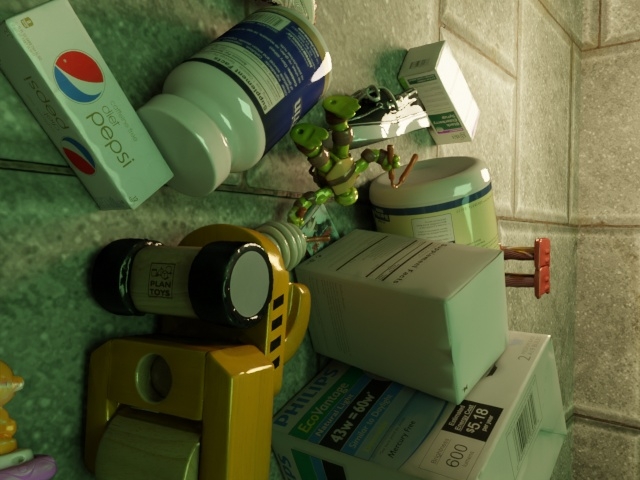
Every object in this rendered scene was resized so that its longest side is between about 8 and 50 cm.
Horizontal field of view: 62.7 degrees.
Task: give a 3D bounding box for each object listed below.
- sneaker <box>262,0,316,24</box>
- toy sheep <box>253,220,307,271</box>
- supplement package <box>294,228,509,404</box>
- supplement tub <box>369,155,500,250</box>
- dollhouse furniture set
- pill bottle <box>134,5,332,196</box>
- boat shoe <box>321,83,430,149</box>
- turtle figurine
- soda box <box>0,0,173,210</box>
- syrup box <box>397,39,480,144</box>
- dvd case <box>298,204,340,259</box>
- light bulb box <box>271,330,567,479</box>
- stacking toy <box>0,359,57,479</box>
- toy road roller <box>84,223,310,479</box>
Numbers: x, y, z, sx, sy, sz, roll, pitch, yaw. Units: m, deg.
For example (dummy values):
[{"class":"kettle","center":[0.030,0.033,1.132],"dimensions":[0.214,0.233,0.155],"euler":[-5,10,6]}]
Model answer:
[{"class":"sneaker","center":[-0.090,-0.386,0.776],"dimensions":[0.093,0.088,0.225],"euler":[-55,134,-7]},{"class":"toy sheep","center":[-0.067,0.010,0.796],"dimensions":[0.132,0.091,0.091],"euler":[-30,114,-47]},{"class":"supplement package","center":[0.132,0.107,0.865],"dimensions":[0.175,0.292,0.178],"euler":[-31,119,-39]},{"class":"supplement tub","center":[0.238,0.014,1.059],"dimensions":[0.235,0.235,0.325],"euler":[-33,116,-46]},{"class":"dollhouse furniture set","center":[0.426,0.073,1.321],"dimensions":[0.374,0.201,0.152],"euler":[-3,94,-52]},{"class":"pill bottle","center":[-0.109,-0.184,0.688],"dimensions":[0.265,0.153,0.153],"euler":[-52,129,-35]},{"class":"boat shoe","center":[0.104,-0.237,0.982],"dimensions":[0.306,0.113,0.105],"euler":[-24,101,-41]},{"class":"turtle figurine","center":[0.036,-0.125,0.841],"dimensions":[0.269,0.087,0.217],"euler":[-32,145,-8]},{"class":"soda box","center":[-0.256,-0.139,0.572],"dimensions":[0.074,0.069,0.216],"euler":[-52,129,-37]},{"class":"syrup box","center":[0.278,-0.331,1.210],"dimensions":[0.237,0.093,0.096],"euler":[46,57,-42]},{"class":"dvd case","center":[0.000,0.000,0.938],"dimensions":[0.087,0.013,0.120],"euler":[-53,129,-36]},{"class":"light bulb box","center":[0.170,0.322,0.884],"dimensions":[0.358,0.360,0.225],"euler":[-37,117,-44]},{"class":"stacking toy","center":[-0.302,0.258,0.485],"dimensions":[0.175,0.166,0.302],"euler":[-10,79,-8]},{"class":"toy road roller","center":[-0.125,0.145,0.648],"dimensions":[0.240,0.202,0.330],"euler":[13,79,-61]}]
